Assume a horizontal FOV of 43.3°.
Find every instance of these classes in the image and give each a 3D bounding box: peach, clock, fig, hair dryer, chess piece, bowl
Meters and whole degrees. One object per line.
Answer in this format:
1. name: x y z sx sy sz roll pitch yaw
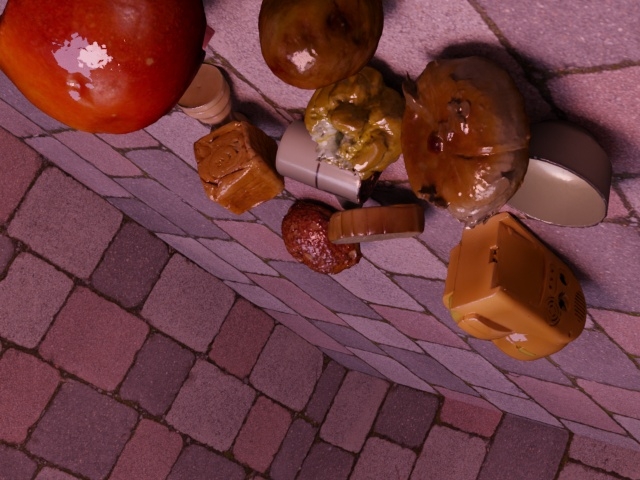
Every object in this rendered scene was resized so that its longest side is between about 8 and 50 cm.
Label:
1. peach: -0.347 -0.351 1.339 0.310 0.335 0.406 30 143 -14
2. clock: 0.430 0.119 1.732 0.317 0.244 0.200 30 148 -21
3. fig: 0.035 -0.334 1.137 0.190 0.191 0.290 35 145 -24
4. hair dryer: 0.044 -0.134 1.803 0.203 0.128 0.362 21 170 17
5. chess piece: -0.203 -0.242 1.845 0.117 0.117 0.397 19 163 25
6. bowl: 0.379 -0.120 1.309 0.211 0.112 0.211 24 163 8

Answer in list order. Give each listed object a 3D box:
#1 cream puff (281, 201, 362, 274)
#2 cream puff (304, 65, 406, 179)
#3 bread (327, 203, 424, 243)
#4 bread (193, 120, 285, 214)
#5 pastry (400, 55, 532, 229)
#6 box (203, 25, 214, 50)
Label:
1. cream puff: 0.000 0.000 2.167 0.240 0.164 0.240 19 163 6
2. cream puff: 0.070 -0.222 1.414 0.194 0.195 0.221 38 172 -31
3. bread: 0.124 -0.038 1.831 0.236 0.070 0.236 -5 177 0
4. bread: -0.173 -0.162 1.746 0.158 0.149 0.143 -31 150 22
5. pastry: 0.213 -0.159 1.236 0.257 0.120 0.236 53 142 40
6. box: -0.288 -0.404 1.587 0.111 0.060 0.156 33 163 -23
